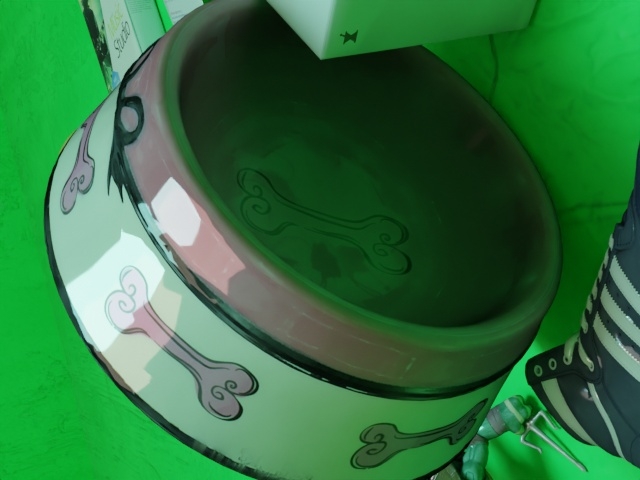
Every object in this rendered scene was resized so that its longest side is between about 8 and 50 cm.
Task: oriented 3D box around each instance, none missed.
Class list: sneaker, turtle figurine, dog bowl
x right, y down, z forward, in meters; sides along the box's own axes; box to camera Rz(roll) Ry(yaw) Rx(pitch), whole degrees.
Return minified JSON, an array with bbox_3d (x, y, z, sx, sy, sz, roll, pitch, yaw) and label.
[{"bbox_3d":[0.217,0.039,0.631,0.153,0.099,0.282,13,118,58],"label":"sneaker"},{"bbox_3d":[0.148,0.225,0.846,0.234,0.118,0.175,-142,54,-64],"label":"turtle figurine"},{"bbox_3d":[0.009,-0.025,0.699,0.150,0.407,0.408,-53,56,41],"label":"dog bowl"}]

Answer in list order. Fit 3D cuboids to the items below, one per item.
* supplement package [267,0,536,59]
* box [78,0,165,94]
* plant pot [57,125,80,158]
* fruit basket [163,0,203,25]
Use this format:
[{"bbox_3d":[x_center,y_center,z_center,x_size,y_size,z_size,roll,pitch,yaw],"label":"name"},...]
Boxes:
[{"bbox_3d":[0.037,-0.301,0.692,0.263,0.198,0.199,53,145,37],"label":"supplement package"},{"bbox_3d":[-0.340,-0.372,1.531,0.232,0.058,0.322,-34,73,62],"label":"box"},{"bbox_3d":[-0.316,-0.080,1.508,0.205,0.205,0.188,60,165,27],"label":"plant pot"},{"bbox_3d":[-0.175,-0.449,1.122,0.327,0.165,0.353,13,130,61],"label":"fruit basket"}]
